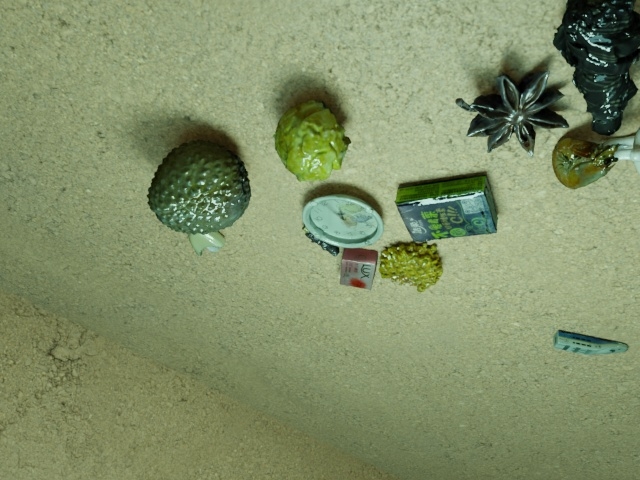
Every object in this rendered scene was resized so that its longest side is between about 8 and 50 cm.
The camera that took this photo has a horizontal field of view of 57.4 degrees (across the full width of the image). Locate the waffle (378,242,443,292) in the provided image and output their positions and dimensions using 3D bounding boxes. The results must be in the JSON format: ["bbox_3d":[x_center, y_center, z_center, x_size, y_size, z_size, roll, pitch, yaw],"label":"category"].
[{"bbox_3d":[0.272,0.085,1.764,0.192,0.070,0.197,5,142,12],"label":"waffle"}]

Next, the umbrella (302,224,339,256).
[{"bbox_3d":[0.000,0.000,1.773,0.144,0.040,0.037,37,147,-26],"label":"umbrella"}]

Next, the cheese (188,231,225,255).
[{"bbox_3d":[-0.390,-0.034,1.852,0.127,0.050,0.235,-3,139,26],"label":"cheese"}]

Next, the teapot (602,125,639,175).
[{"bbox_3d":[0.732,-0.195,1.188,0.299,0.166,0.209,5,126,29],"label":"teapot"}]

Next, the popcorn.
[{"bbox_3d":[-0.013,-0.230,1.380,0.197,0.198,0.212,-21,158,38],"label":"popcorn"}]

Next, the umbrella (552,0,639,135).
[{"bbox_3d":[0.544,-0.329,1.091,0.154,0.128,0.336,1,151,44],"label":"umbrella"}]

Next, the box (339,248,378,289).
[{"bbox_3d":[0.119,0.088,1.832,0.111,0.060,0.156,8,144,6],"label":"box"}]

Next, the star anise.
[{"bbox_3d":[0.397,-0.276,1.234,0.262,0.081,0.230,10,145,-12],"label":"star anise"}]

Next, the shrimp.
[{"bbox_3d":[0.563,-0.175,1.262,0.115,0.051,0.217,60,170,2],"label":"shrimp"}]

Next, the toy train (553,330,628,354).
[{"bbox_3d":[0.887,0.346,1.912,0.233,0.051,0.052,12,147,5],"label":"toy train"}]

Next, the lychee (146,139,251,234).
[{"bbox_3d":[-0.315,-0.135,1.535,0.255,0.274,0.255,29,139,29],"label":"lychee"}]

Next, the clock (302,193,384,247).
[{"bbox_3d":[0.066,-0.063,1.654,0.236,0.053,0.236,11,145,8],"label":"clock"}]

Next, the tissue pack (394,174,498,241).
[{"bbox_3d":[0.331,-0.079,1.523,0.235,0.073,0.173,-7,139,27],"label":"tissue pack"}]
